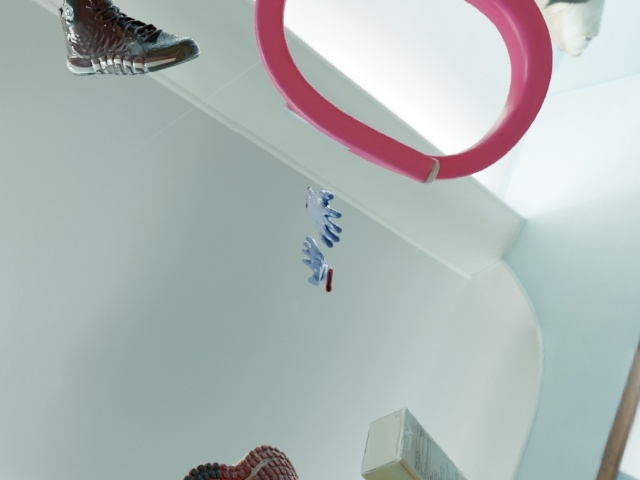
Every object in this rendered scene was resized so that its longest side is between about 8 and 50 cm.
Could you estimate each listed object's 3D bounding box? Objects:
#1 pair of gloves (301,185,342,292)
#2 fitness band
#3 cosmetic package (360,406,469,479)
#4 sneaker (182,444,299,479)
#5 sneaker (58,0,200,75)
[{"bbox_3d":[0.000,0.000,0.906,0.023,0.159,0.198,-4,-67,-18],"label":"pair of gloves"},{"bbox_3d":[0.079,-0.177,0.472,0.291,0.054,0.208,26,-83,-11],"label":"fitness band"},{"bbox_3d":[0.086,0.203,0.418,0.115,0.041,0.060,51,-154,-10],"label":"cosmetic package"},{"bbox_3d":[-0.116,0.348,0.696,0.225,0.088,0.092,17,-58,-45],"label":"sneaker"},{"bbox_3d":[-0.355,-0.381,0.883,0.106,0.282,0.162,-58,-34,-54],"label":"sneaker"}]
